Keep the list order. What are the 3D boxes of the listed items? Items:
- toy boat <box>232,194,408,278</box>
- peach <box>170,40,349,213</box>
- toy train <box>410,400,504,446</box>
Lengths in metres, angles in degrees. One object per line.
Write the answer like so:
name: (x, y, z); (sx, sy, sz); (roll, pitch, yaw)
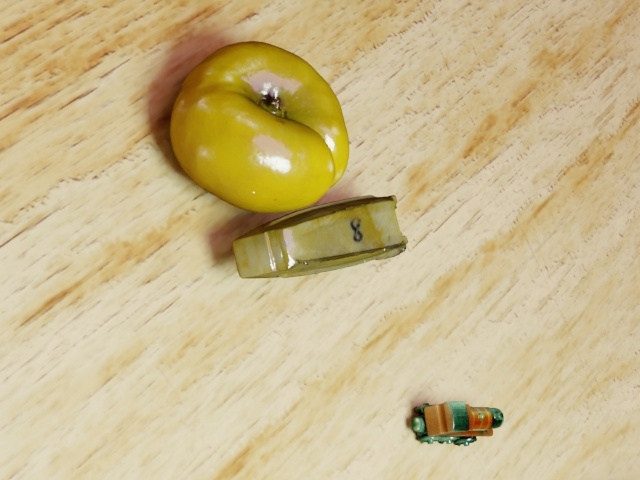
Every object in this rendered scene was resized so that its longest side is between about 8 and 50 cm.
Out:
toy boat: (0.000, 0.000, 1.527); (0.226, 0.088, 0.068); (-14, 92, -46)
peach: (-0.054, -0.102, 1.484); (0.179, 0.103, 0.179); (18, 50, -22)
toy train: (0.142, 0.183, 1.618); (0.103, 0.064, 0.044); (7, 68, -44)
